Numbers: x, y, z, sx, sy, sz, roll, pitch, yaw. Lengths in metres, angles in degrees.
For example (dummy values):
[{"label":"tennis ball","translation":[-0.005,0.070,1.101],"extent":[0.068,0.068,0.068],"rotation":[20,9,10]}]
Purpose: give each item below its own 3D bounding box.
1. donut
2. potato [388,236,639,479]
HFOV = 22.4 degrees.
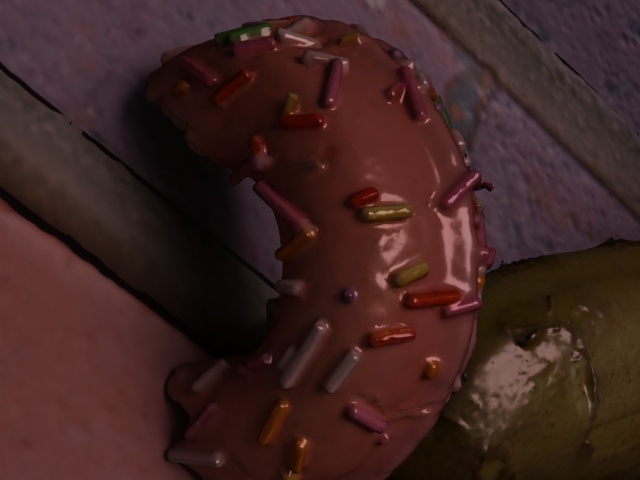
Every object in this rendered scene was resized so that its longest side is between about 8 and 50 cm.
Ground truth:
[{"label":"donut","translation":[0.000,0.000,0.507],"extent":[0.065,0.117,0.166],"rotation":[-3,76,-47]},{"label":"potato","translation":[0.093,0.052,0.595],"extent":[0.188,0.085,0.105],"rotation":[-5,100,-40]}]
